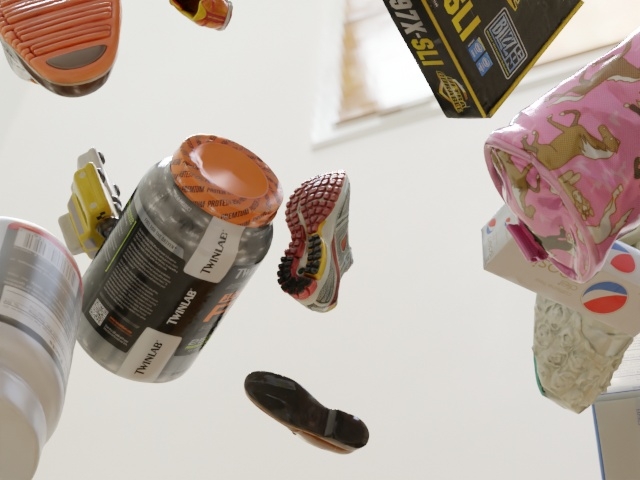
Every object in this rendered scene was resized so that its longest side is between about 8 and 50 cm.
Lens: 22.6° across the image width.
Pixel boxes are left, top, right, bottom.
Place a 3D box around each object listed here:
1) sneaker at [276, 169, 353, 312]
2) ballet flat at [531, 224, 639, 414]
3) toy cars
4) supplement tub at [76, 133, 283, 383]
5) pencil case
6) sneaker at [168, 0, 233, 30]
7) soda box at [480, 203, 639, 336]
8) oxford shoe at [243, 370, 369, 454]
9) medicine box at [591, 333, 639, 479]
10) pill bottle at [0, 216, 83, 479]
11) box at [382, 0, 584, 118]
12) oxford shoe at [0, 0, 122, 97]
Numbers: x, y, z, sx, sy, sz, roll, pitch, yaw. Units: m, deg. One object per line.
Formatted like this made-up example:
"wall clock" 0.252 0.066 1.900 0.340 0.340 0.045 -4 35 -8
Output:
"sneaker" 0.000 0.000 2.205 0.092 0.088 0.225 47 -135 -42
"ballet flat" 0.354 0.014 2.002 0.147 0.147 0.408 29 -113 -72
"toy cars" -0.332 -0.037 2.340 0.393 0.087 0.176 -129 18 -79
"supplement tub" -0.189 0.024 2.120 0.194 0.316 0.193 24 -148 -17
"pencil case" 0.319 -0.129 1.385 0.160 0.386 0.167 37 160 55
"sneaker" -0.179 -0.336 2.150 0.067 0.064 0.175 13 -164 -37
"soda box" 0.292 0.029 1.827 0.216 0.074 0.069 23 -140 -19
"oxford shoe" -0.034 0.274 2.456 0.212 0.076 0.076 32 -129 -10
"medicine box" 0.465 0.263 2.263 0.289 0.149 0.263 -71 -29 -66
"pill bottle" -0.311 0.111 1.475 0.283 0.161 0.161 -93 -17 -61
"box" 0.184 -0.353 2.008 0.257 0.079 0.322 -48 -57 -29
"oxford shoe" -0.273 -0.217 1.663 0.363 0.130 0.132 -122 21 -55
